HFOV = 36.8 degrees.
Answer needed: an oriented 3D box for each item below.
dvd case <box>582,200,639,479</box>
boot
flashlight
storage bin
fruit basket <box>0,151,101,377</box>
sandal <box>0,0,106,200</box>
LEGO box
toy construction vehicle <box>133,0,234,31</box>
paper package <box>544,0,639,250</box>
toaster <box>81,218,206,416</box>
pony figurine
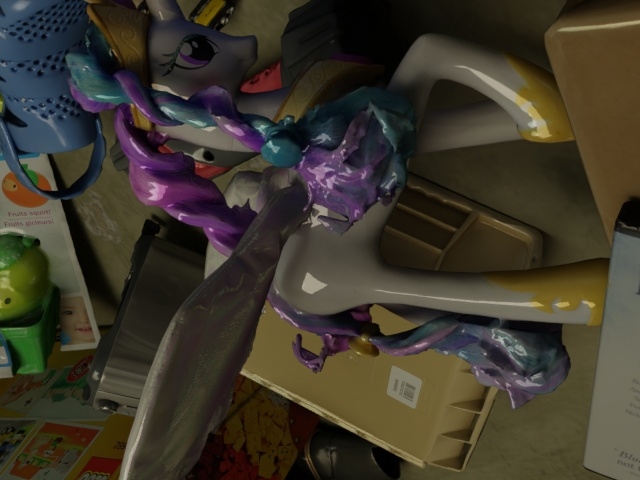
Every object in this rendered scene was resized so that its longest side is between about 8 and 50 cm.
[{"bbox_3d":[0.249,0.093,0.552,0.180,0.022,0.253,17,142,24],"label":"dvd case"},{"bbox_3d":[0.067,0.325,1.252,0.137,0.077,0.198,-11,127,41],"label":"boot"},{"bbox_3d":[-0.062,-0.120,0.799,0.103,0.103,0.304,22,152,-33],"label":"flashlight"},{"bbox_3d":[0.054,0.067,0.897,0.260,0.123,0.262,25,144,14],"label":"storage bin"},{"bbox_3d":[-0.464,0.024,1.182,0.327,0.165,0.353,-4,134,1],"label":"fruit basket"},{"bbox_3d":[-0.241,-0.139,0.871,0.138,0.126,0.317,59,157,11],"label":"sandal"},{"bbox_3d":[-0.304,0.309,1.276,0.500,0.372,0.193,-7,128,46],"label":"LEGO box"},{"bbox_3d":[-0.128,-0.175,0.799,0.086,0.098,0.035,38,-179,12],"label":"toy construction vehicle"},{"bbox_3d":[0.316,-0.040,0.503,0.309,0.168,0.325,2,133,38],"label":"paper package"},{"bbox_3d":[-0.160,0.098,1.061,0.146,0.227,0.129,20,148,-9],"label":"toaster"},{"bbox_3d":[0.000,0.000,0.641,0.363,0.303,0.351,9,111,-3],"label":"pony figurine"}]
